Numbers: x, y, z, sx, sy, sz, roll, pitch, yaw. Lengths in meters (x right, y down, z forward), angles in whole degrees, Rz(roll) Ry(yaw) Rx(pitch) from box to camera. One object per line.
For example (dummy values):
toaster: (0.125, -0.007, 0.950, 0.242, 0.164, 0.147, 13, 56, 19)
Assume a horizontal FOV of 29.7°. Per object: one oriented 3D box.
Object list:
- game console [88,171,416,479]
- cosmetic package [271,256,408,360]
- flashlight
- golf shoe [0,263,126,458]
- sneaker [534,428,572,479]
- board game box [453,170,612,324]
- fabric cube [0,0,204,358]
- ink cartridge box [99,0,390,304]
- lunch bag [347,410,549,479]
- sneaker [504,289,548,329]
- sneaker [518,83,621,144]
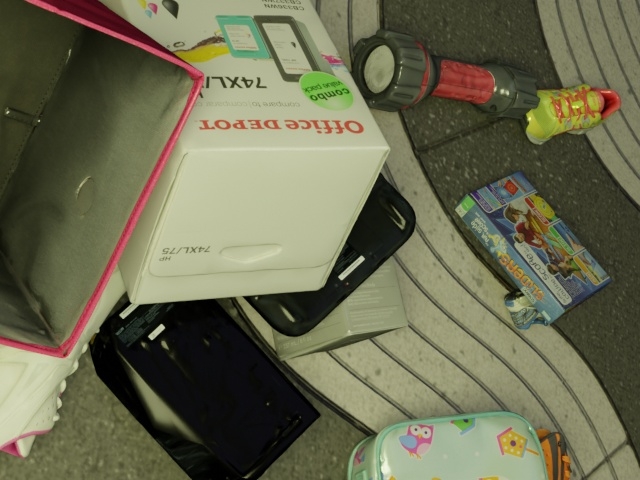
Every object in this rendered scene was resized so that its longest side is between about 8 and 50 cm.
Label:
game console: (-0.040, 0.068, 1.214, 0.361, 0.044, 0.213, -42, 91, -19)
cosmetic package: (0.000, 0.000, 1.340, 0.107, 0.127, 0.238, -6, 76, -44)
flashlight: (0.176, -0.210, 1.606, 0.304, 0.103, 0.103, 3, 70, -42)
golf shoe: (-0.267, 0.106, 1.074, 0.306, 0.115, 0.140, -38, 117, -43)
sneaker: (0.318, 0.323, 1.511, 0.321, 0.124, 0.180, 3, 73, -43)
board game box: (0.288, 0.006, 1.626, 0.136, 0.035, 0.201, -23, 70, -46)
fabric cube: (-0.292, -0.100, 0.940, 0.259, 0.258, 0.254, 20, 104, -36)
ink cartridge box: (-0.098, -0.107, 1.121, 0.198, 0.197, 0.270, -3, 50, -29)
lunch bag: (0.145, 0.326, 1.326, 0.224, 0.108, 0.279, -4, 72, -17)
sneaker: (0.301, 0.086, 1.650, 0.135, 0.052, 0.058, -19, 99, -40)
sneaker: (0.370, -0.199, 1.791, 0.208, 0.094, 0.081, -15, 86, -44)
